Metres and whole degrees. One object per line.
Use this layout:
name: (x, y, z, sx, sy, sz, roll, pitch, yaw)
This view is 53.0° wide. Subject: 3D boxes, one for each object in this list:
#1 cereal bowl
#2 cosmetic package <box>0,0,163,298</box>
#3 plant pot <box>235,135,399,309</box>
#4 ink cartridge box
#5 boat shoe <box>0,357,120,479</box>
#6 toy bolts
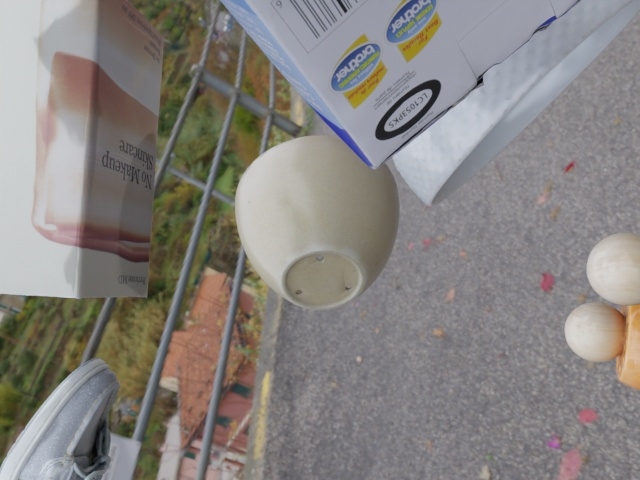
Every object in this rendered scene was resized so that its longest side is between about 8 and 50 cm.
cereal bowl: (0.204, -0.202, 0.762, 0.339, 0.141, 0.339, -42, -10, -9)
cosmetic package: (-0.252, -0.090, 0.649, 0.153, 0.129, 0.296, 21, -108, -81)
plant pot: (0.000, 0.000, 1.045, 0.284, 0.284, 0.190, -47, 29, 30)
ink cartridge box: (0.044, -0.235, 0.409, 0.270, 0.395, 0.151, -40, 44, 6)
boat shoe: (-0.276, 0.277, 0.657, 0.118, 0.103, 0.320, 121, 173, -85)
toy bolts: (0.298, 0.093, 0.544, 0.228, 0.159, 0.218, 79, -156, -44)
